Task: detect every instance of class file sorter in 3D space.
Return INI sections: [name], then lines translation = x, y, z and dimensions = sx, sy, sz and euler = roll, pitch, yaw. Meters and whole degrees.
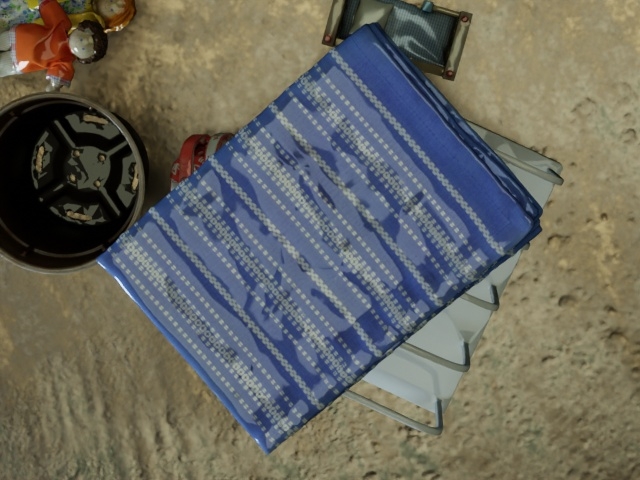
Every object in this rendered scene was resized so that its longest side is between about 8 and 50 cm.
[file sorter]
translation = 0.088, 0.020, 1.608
dimensions = 0.193, 0.173, 0.277
euler = 25, 98, 0

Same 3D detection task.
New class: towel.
[towel]
translation = 0.000, 0.000, 1.506
dimensions = 0.336, 0.040, 0.243
euler = -41, 91, 9

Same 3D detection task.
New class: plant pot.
[plant pot]
translation = -0.236, -0.061, 1.619
dimensions = 0.167, 0.165, 0.167
euler = 0, 96, 3

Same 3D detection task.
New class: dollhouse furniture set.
[dollhouse furniture set]
translation = 0.088, -0.256, 1.593
dimensions = 0.129, 0.129, 0.183
euler = 15, 98, 1

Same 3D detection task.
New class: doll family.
[doll family]
translation = -0.257, -0.270, 1.617
dimensions = 0.163, 0.118, 0.263
euler = -7, 98, 9

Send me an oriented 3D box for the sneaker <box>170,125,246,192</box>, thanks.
[sneaker]
translation = -0.059, -0.081, 1.603
dimensions = 0.145, 0.090, 0.270
euler = 25, 128, 4
